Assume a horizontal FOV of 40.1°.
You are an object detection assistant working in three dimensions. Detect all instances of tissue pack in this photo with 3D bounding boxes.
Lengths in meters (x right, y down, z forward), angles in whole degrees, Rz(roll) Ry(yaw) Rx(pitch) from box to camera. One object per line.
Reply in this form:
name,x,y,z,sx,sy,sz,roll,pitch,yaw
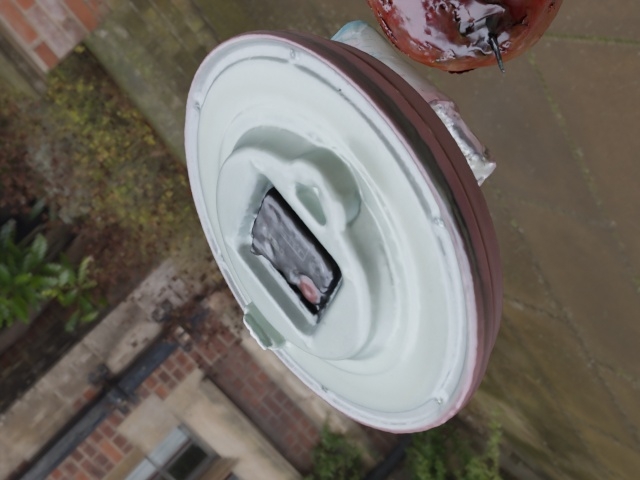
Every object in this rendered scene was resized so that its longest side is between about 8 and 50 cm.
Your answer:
tissue pack,0.032,-0.091,0.872,0.124,0.201,0.271,39,-167,-29

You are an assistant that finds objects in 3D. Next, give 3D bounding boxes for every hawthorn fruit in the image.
hawthorn fruit,0.108,-0.208,0.682,0.181,0.181,0.235,64,-160,-55

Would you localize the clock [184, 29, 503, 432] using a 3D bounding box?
clock,-0.001,0.001,0.496,0.244,0.056,0.245,33,136,37
